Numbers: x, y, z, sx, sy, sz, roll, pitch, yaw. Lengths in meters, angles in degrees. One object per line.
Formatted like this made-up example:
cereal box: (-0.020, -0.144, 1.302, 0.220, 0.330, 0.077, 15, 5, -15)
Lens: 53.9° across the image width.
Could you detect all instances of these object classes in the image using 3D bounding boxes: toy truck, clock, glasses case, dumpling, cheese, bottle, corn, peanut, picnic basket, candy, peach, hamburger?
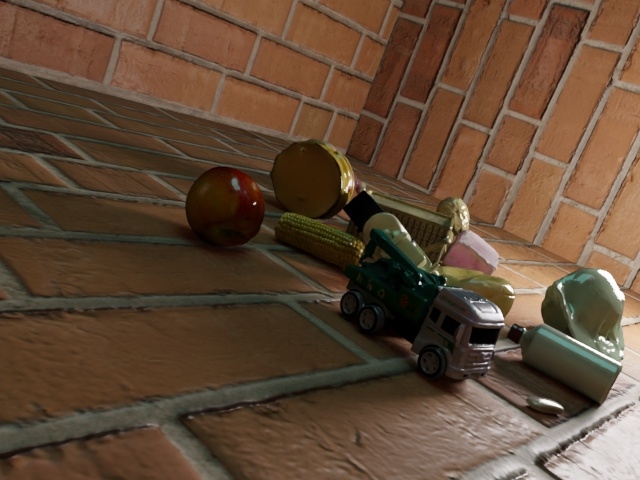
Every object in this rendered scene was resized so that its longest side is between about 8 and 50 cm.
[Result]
toy truck: (0.189, 0.131, 1.264, 0.176, 0.178, 0.363, 8, 21, -44)
clock: (0.179, 0.016, 1.588, 0.276, 0.120, 0.379, 50, 5, 19)
glasses case: (0.434, 0.318, 1.215, 0.083, 0.021, 0.032, 15, 16, -24)
dumpling: (0.747, 0.210, 1.788, 0.320, 0.270, 0.211, -12, 3, -23)
cheese: (0.397, 0.135, 1.694, 0.225, 0.117, 0.214, 12, 9, -17)
bottle: (0.540, 0.262, 1.421, 0.245, 0.104, 0.104, 28, 15, 28)
corn: (0.000, 0.000, 1.662, 0.244, 0.093, 0.093, 23, 13, 11)
peanut: (0.468, -0.035, 2.237, 0.123, 0.257, 0.124, -5, 37, 3)
picnic basket: (0.248, -0.020, 1.957, 0.312, 0.175, 0.228, 19, 14, 10)
candy: (0.486, 0.060, 2.051, 0.155, 0.116, 0.265, 42, 19, 7)
peach: (-0.220, -0.084, 1.459, 0.197, 0.197, 0.197, 20, 13, -5)
hamburger: (-0.009, -0.205, 2.109, 0.276, 0.277, 0.237, 25, 16, 18)

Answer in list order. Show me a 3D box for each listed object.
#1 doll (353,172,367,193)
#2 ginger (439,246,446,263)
doll: (0.045, -0.210, 2.430, 0.196, 0.152, 0.255, -1, 12, -35)
ginger: (0.334, -0.021, 2.161, 0.267, 0.138, 0.152, 23, 17, -14)
